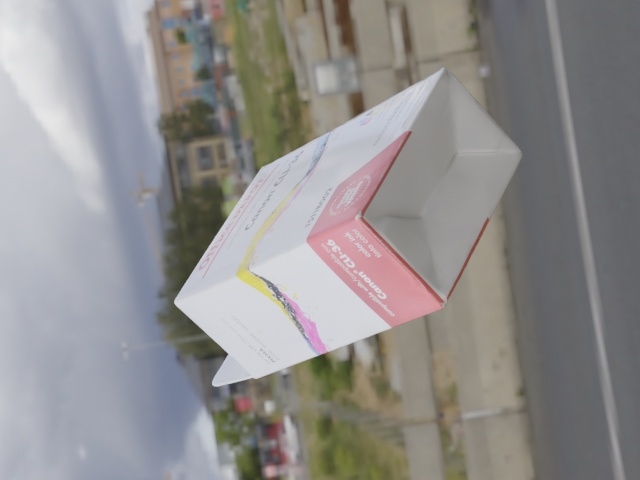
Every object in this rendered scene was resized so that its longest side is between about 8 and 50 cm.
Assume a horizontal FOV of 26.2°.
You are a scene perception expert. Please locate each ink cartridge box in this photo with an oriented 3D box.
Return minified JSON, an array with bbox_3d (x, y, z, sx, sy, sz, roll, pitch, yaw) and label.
[{"bbox_3d":[0.000,0.000,0.727,0.067,0.198,0.115,45,-129,-17],"label":"ink cartridge box"}]
